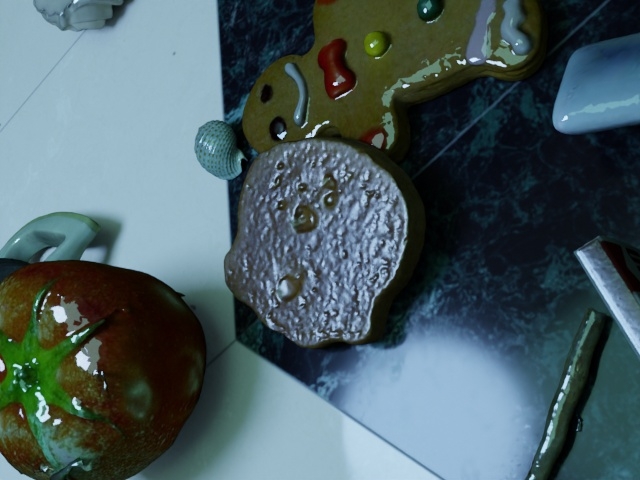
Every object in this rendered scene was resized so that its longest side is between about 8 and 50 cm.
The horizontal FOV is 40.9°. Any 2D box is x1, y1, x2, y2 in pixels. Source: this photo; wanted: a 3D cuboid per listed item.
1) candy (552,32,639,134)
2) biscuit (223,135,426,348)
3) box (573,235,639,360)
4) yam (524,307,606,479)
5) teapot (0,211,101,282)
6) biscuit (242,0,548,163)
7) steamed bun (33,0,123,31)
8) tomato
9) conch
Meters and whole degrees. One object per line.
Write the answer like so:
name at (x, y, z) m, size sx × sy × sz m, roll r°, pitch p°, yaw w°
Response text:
candy at (0.323, -0.161, 0.844) m, size 0.174 × 0.071 × 0.138 m, roll -7°, pitch 39°, yaw 34°
biscuit at (0.001, 0.000, 1.046) m, size 0.273 × 0.049 × 0.257 m, roll 23°, pitch 101°, yaw 39°
box at (0.306, 0.082, 0.778) m, size 0.036 × 0.115 × 0.177 m, roll -41°, pitch 57°, yaw 28°
yam at (0.239, 0.180, 0.857) m, size 0.027 × 0.029 × 0.234 m, roll 22°, pitch 92°, yaw 64°
teapot at (-0.496, 0.094, 1.279) m, size 0.239 × 0.240 × 0.321 m, roll 13°, pitch 91°, yaw 50°
biscuit at (0.064, -0.227, 1.066) m, size 0.432 × 0.064 × 0.282 m, roll -24°, pitch 65°, yaw 28°
steamed bun at (-0.392, -0.423, 1.419) m, size 0.183 × 0.106 × 0.182 m, roll -7°, pitch 77°, yaw 34°
tomato at (-0.289, 0.160, 1.106) m, size 0.304 × 0.239 × 0.303 m, roll 0°, pitch 91°, yaw 30°
conch at (-0.146, -0.126, 1.196) m, size 0.085 × 0.057 × 0.076 m, roll 50°, pitch 120°, yaw 34°
